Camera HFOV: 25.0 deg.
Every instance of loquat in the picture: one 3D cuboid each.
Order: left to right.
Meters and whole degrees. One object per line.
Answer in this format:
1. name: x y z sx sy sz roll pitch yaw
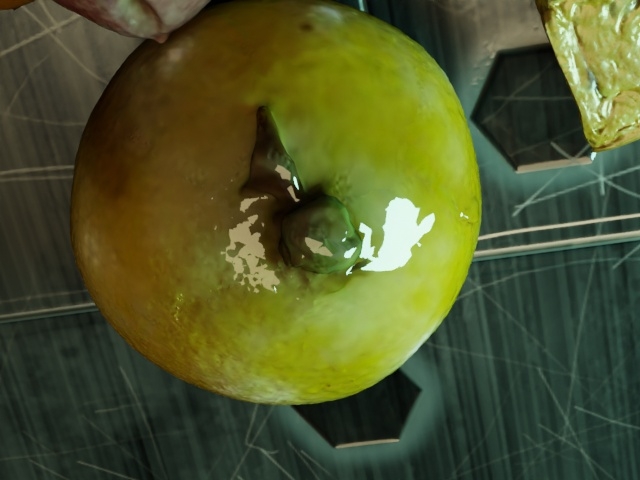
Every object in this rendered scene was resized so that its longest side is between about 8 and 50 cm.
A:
1. loquat: -0.026 -0.029 1.118 0.328 0.359 0.328 -2 99 -12

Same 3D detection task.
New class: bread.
1. bread: 0.246 -0.177 1.126 0.149 0.143 0.158 -26 117 18

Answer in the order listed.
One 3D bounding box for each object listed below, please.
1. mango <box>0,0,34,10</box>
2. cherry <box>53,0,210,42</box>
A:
1. mango: -0.275 -0.262 1.160 0.105 0.084 0.159 -16 97 30
2. cherry: -0.146 -0.296 1.041 0.261 0.221 0.307 -10 106 18
